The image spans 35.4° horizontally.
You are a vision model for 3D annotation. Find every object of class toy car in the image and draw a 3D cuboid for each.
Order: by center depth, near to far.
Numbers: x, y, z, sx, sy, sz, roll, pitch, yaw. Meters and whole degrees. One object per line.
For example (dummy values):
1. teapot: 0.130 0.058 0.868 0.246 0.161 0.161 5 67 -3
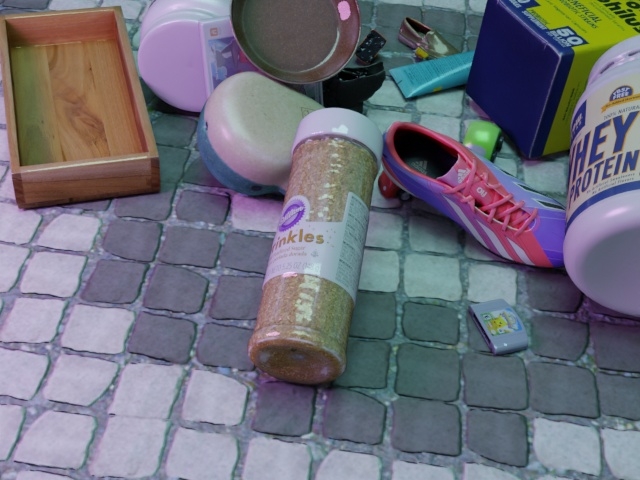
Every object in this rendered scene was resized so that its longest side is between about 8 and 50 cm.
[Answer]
1. toy car: 0.227 -0.121 1.515 0.239 0.053 0.225 17 45 12
2. toy car: 0.119 -0.319 1.739 0.122 0.060 0.040 21 -1 -7

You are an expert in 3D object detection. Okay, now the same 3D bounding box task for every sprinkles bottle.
1. sprinkles bottle: 0.000 0.000 1.267 0.121 0.121 0.355 9 56 4

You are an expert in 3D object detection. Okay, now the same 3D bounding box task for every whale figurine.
1. whale figurine: -0.055 -0.141 1.473 0.272 0.141 0.216 3 61 -34

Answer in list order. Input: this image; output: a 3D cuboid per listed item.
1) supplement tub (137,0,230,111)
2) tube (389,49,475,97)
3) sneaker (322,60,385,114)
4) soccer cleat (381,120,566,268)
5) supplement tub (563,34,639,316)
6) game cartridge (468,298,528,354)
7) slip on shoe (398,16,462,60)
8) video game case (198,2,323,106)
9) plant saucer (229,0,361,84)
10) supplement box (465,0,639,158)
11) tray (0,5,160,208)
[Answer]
1. supplement tub: -0.181 -0.353 1.620 0.191 0.191 0.272 7 44 2
2. tube: 0.226 -0.287 1.697 0.207 0.052 0.080 -14 42 -12
3. sneaker: 0.015 -0.242 1.595 0.170 0.089 0.051 0 43 -6
4. soccer cleat: 0.217 -0.063 1.370 0.318 0.116 0.108 33 86 14
5. supplement tub: 0.441 -0.088 1.298 0.235 0.235 0.324 10 54 5
6. game cartridge: 0.233 0.110 1.301 0.056 0.017 0.083 -8 45 -19
7. slip on shoe: 0.195 -0.350 1.760 0.051 0.041 0.135 -31 54 -32
8. video game case: -0.085 -0.246 1.512 0.183 0.201 0.023 -14 29 -19
9. plant saucer: -0.038 -0.319 1.454 0.199 0.036 0.198 2 83 -17
10. supplement box: 0.445 -0.294 1.604 0.357 0.195 0.194 -14 47 -23
11. tray: -0.380 -0.218 1.546 0.203 0.076 0.411 -8 46 -14
